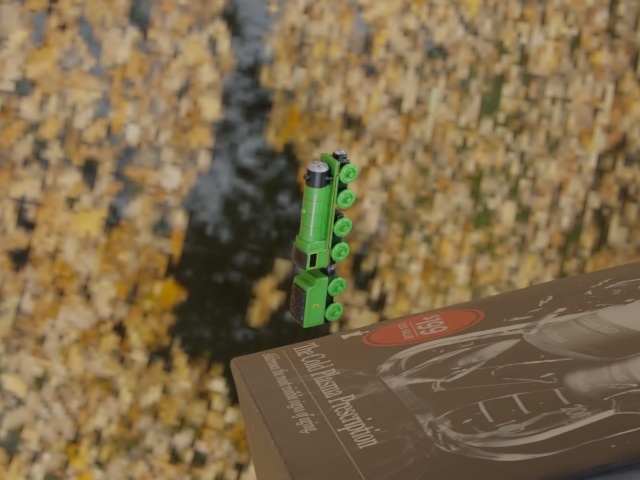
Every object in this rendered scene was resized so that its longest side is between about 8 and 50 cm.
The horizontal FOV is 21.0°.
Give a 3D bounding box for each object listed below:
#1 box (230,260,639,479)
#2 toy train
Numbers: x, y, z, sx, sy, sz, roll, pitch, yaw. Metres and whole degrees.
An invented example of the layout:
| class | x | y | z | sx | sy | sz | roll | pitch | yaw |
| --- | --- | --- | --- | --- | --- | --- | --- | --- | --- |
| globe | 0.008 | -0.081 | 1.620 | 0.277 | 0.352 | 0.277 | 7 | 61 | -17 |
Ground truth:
| class | x | y | z | sx | sy | sz | roll | pitch | yaw |
| --- | --- | --- | --- | --- | --- | --- | --- | --- | --- |
| box | 0.140 | 0.135 | 0.837 | 0.343 | 0.313 | 0.178 | -140 | -142 | -78 |
| toy train | 0.000 | 0.000 | 0.748 | 0.024 | 0.017 | 0.083 | -12 | 120 | -31 |
